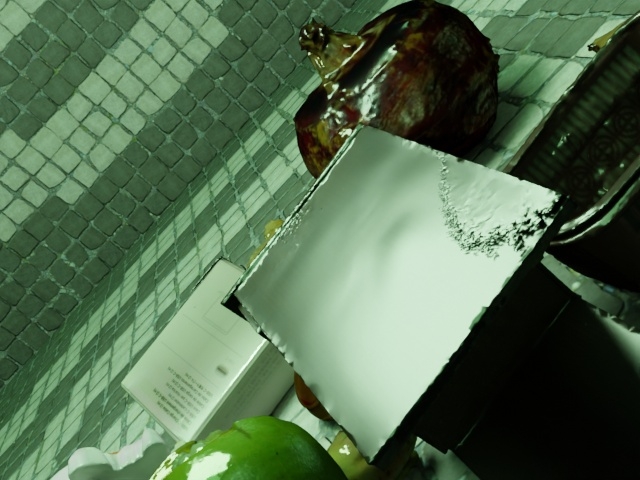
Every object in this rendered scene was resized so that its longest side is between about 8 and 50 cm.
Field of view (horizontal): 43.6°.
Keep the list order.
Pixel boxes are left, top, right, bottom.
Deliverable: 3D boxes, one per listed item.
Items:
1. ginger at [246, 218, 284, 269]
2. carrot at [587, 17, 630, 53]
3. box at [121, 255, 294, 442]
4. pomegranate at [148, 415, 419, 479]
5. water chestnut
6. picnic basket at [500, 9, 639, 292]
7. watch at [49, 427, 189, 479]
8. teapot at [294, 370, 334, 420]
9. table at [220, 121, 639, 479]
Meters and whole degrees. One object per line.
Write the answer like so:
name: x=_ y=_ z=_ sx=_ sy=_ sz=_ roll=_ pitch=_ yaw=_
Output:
ginger: x=-0.058 y=0.040 z=1.314 sx=0.216 sy=0.102 sz=0.157 roll=12 pitch=77 yaw=57
carrot: x=0.424 y=-0.251 z=0.862 sx=0.263 sy=0.102 sz=0.102 roll=-37 pitch=22 yaw=22
box: x=-0.141 y=0.171 z=1.160 sx=0.203 sy=0.106 sz=0.252 roll=25 pitch=72 yaw=46
pomegranate: x=-0.027 y=0.257 z=0.724 sx=0.302 sy=0.236 sz=0.236 roll=-20 pitch=1 yaw=-34
water chestnut: x=0.094 y=-0.228 z=1.216 sx=0.350 sy=0.302 sz=0.350 roll=-43 pitch=15 yaw=14
picnic basket: x=0.301 y=-0.080 z=0.736 sx=0.297 sy=0.129 sz=0.222 roll=-50 pitch=18 yaw=-5
watch: x=-0.183 y=0.349 z=0.887 sx=0.196 sy=0.244 sz=0.231 roll=-50 pitch=40 yaw=4
teapot: x=0.016 y=0.168 z=0.975 sx=0.129 sy=0.078 sz=0.098 roll=138 pitch=124 yaw=-59
table: x=0.110 y=0.078 z=0.597 sx=0.196 sy=0.250 sz=0.282 roll=-52 pitch=27 yaw=-1
